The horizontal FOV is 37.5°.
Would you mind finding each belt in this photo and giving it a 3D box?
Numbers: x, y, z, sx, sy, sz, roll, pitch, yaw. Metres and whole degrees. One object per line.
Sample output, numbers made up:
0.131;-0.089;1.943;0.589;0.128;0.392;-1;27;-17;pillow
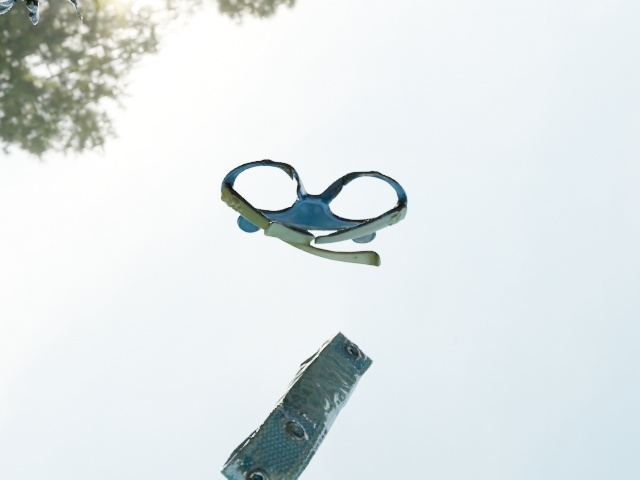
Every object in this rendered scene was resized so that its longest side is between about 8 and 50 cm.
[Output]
-0.020;0.188;1.036;0.072;0.087;0.302;39;-155;4;belt

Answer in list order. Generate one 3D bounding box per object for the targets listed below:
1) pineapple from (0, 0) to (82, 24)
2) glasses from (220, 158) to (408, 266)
-0.235;-0.186;0.539;0.340;0.169;0.169;-7;-159;-42;pineapple
0.005;-0.037;1.129;0.239;0.102;0.207;5;-172;-13;glasses
